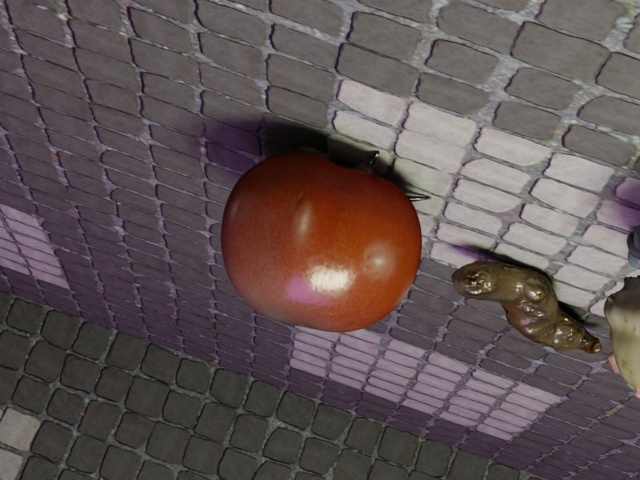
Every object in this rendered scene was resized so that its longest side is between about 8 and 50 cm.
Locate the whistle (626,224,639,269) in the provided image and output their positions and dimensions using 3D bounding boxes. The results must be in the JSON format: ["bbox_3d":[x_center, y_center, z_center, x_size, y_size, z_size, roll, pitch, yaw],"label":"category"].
[{"bbox_3d":[0.383,0.008,1.639,0.035,0.035,0.100,13,160,21],"label":"whistle"}]

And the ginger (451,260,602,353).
[{"bbox_3d":[0.294,0.089,1.934,0.290,0.084,0.122,32,-179,-44],"label":"ginger"}]

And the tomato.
[{"bbox_3d":[0.000,0.000,1.734,0.256,0.224,0.256,14,170,2],"label":"tomato"}]

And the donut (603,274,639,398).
[{"bbox_3d":[0.493,0.113,1.470,0.383,0.142,0.382,2,-179,0],"label":"donut"}]
